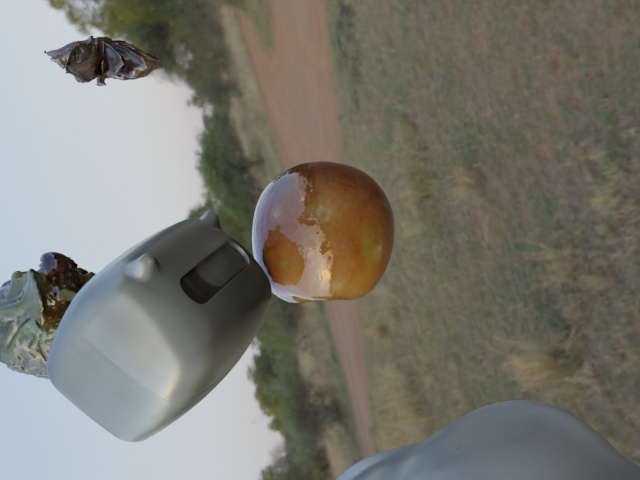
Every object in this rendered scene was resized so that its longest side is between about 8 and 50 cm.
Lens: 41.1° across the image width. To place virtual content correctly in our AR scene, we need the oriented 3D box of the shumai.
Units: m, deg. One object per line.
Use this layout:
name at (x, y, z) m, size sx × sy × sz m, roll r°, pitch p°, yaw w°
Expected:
shumai at (-0.466, 0.134, 1.506) m, size 0.218 × 0.256 × 0.189 m, roll 132°, pitch 124°, yaw -62°

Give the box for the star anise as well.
star anise at (-0.254, -0.201, 0.960) m, size 0.129 × 0.124 × 0.056 m, roll -54°, pitch -28°, yaw -70°

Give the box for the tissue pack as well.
tissue pack at (-0.212, 0.108, 1.231) m, size 0.229 × 0.236 × 0.333 m, roll 40°, pitch -155°, yaw 2°

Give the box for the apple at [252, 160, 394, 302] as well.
apple at (0.000, 0.000, 1.381) m, size 0.253 × 0.253 × 0.253 m, roll 166°, pitch 90°, yaw -86°

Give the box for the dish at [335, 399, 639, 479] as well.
dish at (0.059, 0.164, 0.349) m, size 0.081 × 0.229 × 0.229 m, roll 43°, pitch -157°, yaw -46°
